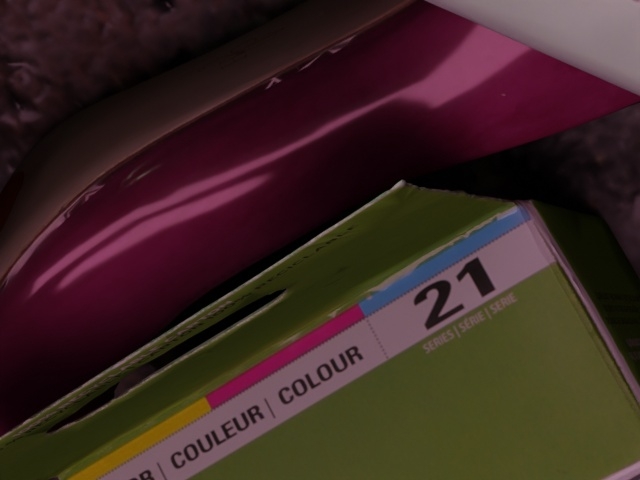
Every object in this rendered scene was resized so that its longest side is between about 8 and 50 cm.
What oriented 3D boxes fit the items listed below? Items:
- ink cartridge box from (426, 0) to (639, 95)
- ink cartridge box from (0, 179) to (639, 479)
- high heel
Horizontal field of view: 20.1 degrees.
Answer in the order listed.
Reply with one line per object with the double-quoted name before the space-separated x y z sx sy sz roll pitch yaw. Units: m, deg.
"ink cartridge box" 0.020 -0.181 0.428 0.289 0.121 0.211 25 107 9
"ink cartridge box" 0.006 0.072 0.565 0.189 0.255 0.097 -32 79 16
"high heel" 0.000 0.000 0.598 0.181 0.127 0.377 34 114 -16
